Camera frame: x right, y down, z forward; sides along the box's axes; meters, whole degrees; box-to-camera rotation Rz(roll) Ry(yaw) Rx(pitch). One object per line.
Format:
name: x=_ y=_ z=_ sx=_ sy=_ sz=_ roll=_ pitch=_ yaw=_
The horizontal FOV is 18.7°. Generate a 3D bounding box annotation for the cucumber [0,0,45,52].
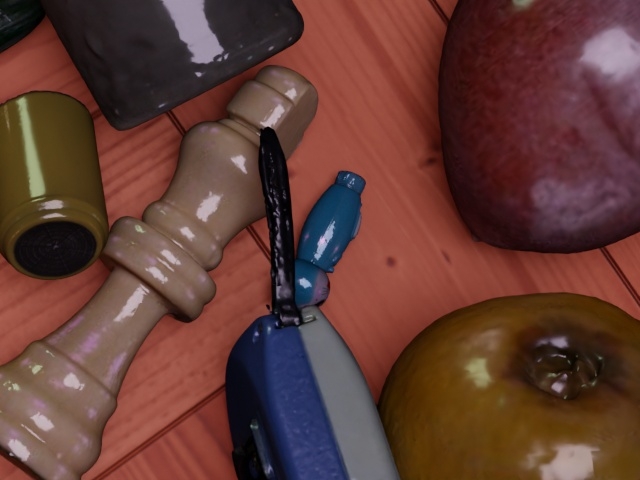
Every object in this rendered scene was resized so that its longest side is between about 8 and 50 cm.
cucumber: x=-0.269 y=-0.176 z=1.598 sx=0.105 sy=0.048 sz=0.048 roll=-31 pitch=91 yaw=-18

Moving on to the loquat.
loquat: x=0.170 y=0.174 z=1.553 sx=0.275 sy=0.275 sz=0.275 roll=1 pitch=84 yaw=-12

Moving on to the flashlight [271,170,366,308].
flashlight: x=0.000 y=0.000 z=1.637 sx=0.051 sy=0.051 sz=0.129 roll=25 pitch=77 yaw=-9

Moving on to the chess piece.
chess piece: x=-0.129 y=0.021 z=1.576 sx=0.117 sy=0.117 sz=0.397 roll=39 pitch=77 yaw=-6

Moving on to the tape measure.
tape measure: x=-0.028 y=0.106 z=1.551 sx=0.098 sy=0.215 sz=0.351 roll=-11 pitch=70 yaw=-14

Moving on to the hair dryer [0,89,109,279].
hair dryer: x=-0.309 y=-0.019 z=1.540 sx=0.278 sy=0.090 sz=0.135 roll=-14 pitch=50 yaw=-1

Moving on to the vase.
vase: x=-0.154 y=-0.249 z=1.541 sx=0.245 sy=0.245 sz=0.291 roll=-27 pitch=95 yaw=-13

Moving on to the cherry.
cherry: x=0.218 y=-0.122 z=1.613 sx=0.261 sy=0.221 sz=0.307 roll=36 pitch=97 yaw=-4
